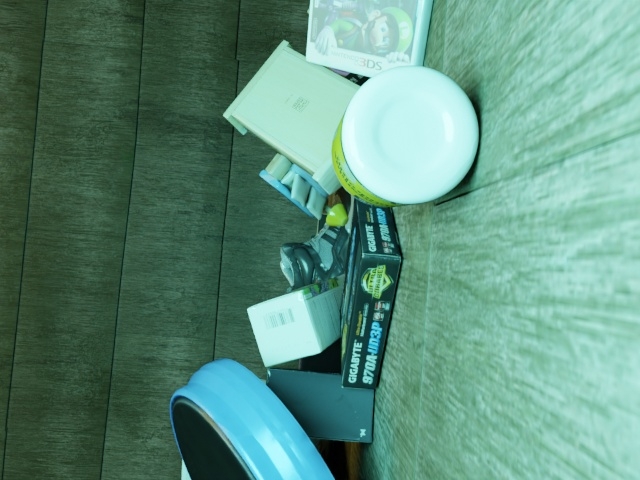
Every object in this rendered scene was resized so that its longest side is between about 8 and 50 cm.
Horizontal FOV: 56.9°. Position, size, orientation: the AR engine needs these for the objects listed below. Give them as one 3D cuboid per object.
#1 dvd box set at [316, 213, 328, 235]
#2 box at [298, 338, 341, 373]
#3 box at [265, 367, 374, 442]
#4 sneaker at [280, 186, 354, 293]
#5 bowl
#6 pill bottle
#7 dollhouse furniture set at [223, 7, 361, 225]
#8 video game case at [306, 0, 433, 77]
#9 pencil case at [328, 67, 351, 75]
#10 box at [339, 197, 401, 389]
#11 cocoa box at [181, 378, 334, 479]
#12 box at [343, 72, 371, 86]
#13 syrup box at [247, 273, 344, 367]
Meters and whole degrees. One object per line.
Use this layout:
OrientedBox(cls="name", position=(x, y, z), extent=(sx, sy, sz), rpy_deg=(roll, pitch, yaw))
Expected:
OrientedBox(cls="dvd box set", position=(0.001, 0.165, 1.820), extent=(0.421, 0.062, 0.308), rpy_deg=(98, 175, -55))
OrientedBox(cls="box", position=(0.009, 0.193, 1.254), extent=(0.184, 0.103, 0.261), rpy_deg=(-85, 1, -57))
OrientedBox(cls="box", position=(-0.006, 0.243, 0.888), extent=(0.158, 0.155, 0.093), rpy_deg=(109, 166, -78))
OrientedBox(cls="sneaker", position=(0.000, 0.000, 1.144), extent=(0.101, 0.152, 0.269), rpy_deg=(100, 175, -61))
OrientedBox(cls="bowl", position=(-0.085, 0.351, 0.796), extent=(0.391, 0.077, 0.392), rpy_deg=(35, 138, 39))
OrientedBox(cls="pill bottle", position=(0.063, -0.081, 0.515), extent=(0.184, 0.103, 0.103), rpy_deg=(-143, 57, -87))
OrientedBox(cls="dollhouse furniture set", position=(0.061, -0.161, 0.893), extent=(0.286, 0.198, 0.303), rpy_deg=(-51, -31, -1))
OrientedBox(cls="video game case", position=(0.055, -0.289, 0.681), extent=(0.022, 0.173, 0.191), rpy_deg=(-20, -55, -43))
OrientedBox(cls="pencil case", position=(0.056, -0.451, 1.134), extent=(0.124, 0.124, 0.284), rpy_deg=(99, 176, -57))
OrientedBox(cls="box", position=(0.063, 0.065, 0.816), extent=(0.175, 0.051, 0.220), rpy_deg=(-89, 4, -58))
OrientedBox(cls="cocoa box", position=(-0.109, 0.467, 1.211), extent=(0.347, 0.227, 0.232), rpy_deg=(-37, -47, -74))
OrientedBox(cls="box", position=(0.022, -0.201, 1.075), extent=(0.184, 0.045, 0.191), rpy_deg=(-42, -21, -28))
OrientedBox(cls="syrup box", position=(-0.018, 0.121, 0.950), extent=(0.237, 0.093, 0.097), rpy_deg=(-12, -96, -72))
